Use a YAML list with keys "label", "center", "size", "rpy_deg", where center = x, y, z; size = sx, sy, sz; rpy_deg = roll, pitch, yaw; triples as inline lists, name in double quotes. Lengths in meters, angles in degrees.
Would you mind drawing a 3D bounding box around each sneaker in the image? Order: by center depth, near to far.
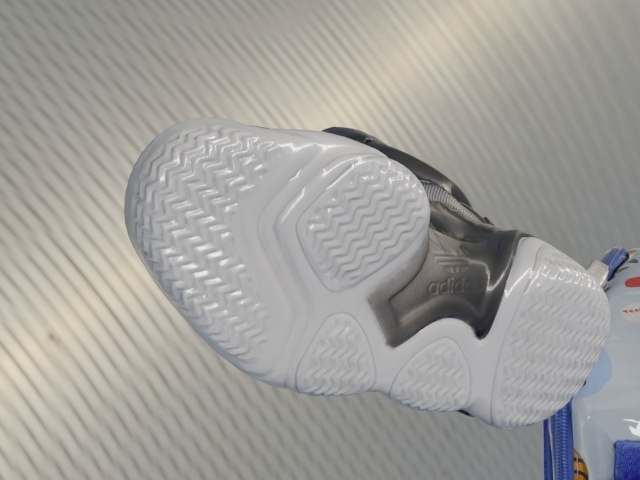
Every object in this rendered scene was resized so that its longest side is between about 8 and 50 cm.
- label: "sneaker"
  center: [0.000, 0.000, 0.679]
  size: [0.268, 0.153, 0.101]
  rpy_deg: [23, 99, -42]

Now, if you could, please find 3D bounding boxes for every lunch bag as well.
- label: "lunch bag"
  center: [0.190, 0.153, 0.886]
  size: [0.243, 0.114, 0.304]
  rpy_deg: [-39, 128, -63]
